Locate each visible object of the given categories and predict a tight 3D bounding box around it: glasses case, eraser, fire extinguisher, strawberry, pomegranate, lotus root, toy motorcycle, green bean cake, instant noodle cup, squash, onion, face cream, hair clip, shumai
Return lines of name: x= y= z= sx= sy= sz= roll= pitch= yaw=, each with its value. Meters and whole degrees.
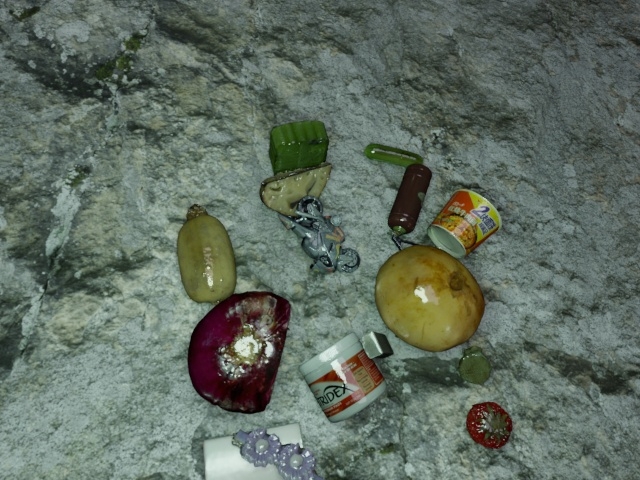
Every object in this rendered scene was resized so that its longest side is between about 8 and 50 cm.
glasses case: x=0.174 y=0.319 z=1.320 sx=0.047 sy=0.205 sz=0.071 roll=-28 pitch=69 yaw=10
eraser: x=-0.178 y=0.616 z=1.202 sx=0.270 sy=0.095 sz=0.174 roll=-6 pitch=66 yaw=-14
fire extinguisher: x=0.323 y=-0.104 z=1.561 sx=0.138 sy=0.102 sz=0.344 roll=23 pitch=67 yaw=-3
strawberry: x=0.526 y=0.573 z=1.352 sx=0.145 sy=0.086 sz=0.145 roll=4 pitch=67 yaw=-9
pomegranate: x=0.322 y=0.188 z=1.362 sx=0.338 sy=0.338 sz=0.338 roll=3 pitch=69 yaw=-9
lotus root: x=-0.080 y=-0.167 z=1.494 sx=0.260 sy=0.074 sz=0.170 roll=-12 pitch=105 yaw=-18
toy motorcycle: x=0.000 y=0.000 z=1.448 sx=0.173 sy=0.108 sz=0.307 roll=-39 pitch=94 yaw=-22
green bean cake: x=-0.075 y=-0.314 z=1.510 sx=0.200 sy=0.214 sz=0.113 roll=-13 pitch=68 yaw=-15
instant noodle cup: x=0.491 y=-0.048 z=1.527 sx=0.213 sy=0.213 sz=0.174 roll=45 pitch=78 yaw=8
lotus root: x=-0.357 y=0.035 z=1.358 sx=0.169 sy=0.151 sz=0.343 roll=-10 pitch=75 yaw=-14
squash: x=0.277 y=-0.320 z=1.656 sx=0.229 sy=0.066 sz=0.066 roll=13 pitch=68 yaw=-6
onion: x=-0.232 y=0.297 z=1.226 sx=0.260 sy=0.282 sz=0.337 roll=13 pitch=81 yaw=-2
face cream: x=0.065 y=0.396 z=1.271 sx=0.201 sy=0.201 sz=0.187 roll=-28 pitch=77 yaw=-19
hair clip: x=-0.105 y=0.574 z=1.150 sx=0.292 sy=0.084 sz=0.106 roll=25 pitch=41 yaw=10
shumai: x=0.500 y=0.396 z=1.422 sx=0.099 sy=0.124 sz=0.087 roll=8 pitch=26 yaw=13
